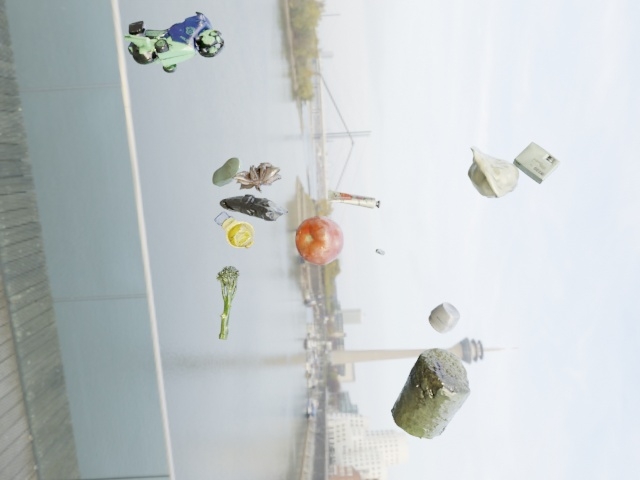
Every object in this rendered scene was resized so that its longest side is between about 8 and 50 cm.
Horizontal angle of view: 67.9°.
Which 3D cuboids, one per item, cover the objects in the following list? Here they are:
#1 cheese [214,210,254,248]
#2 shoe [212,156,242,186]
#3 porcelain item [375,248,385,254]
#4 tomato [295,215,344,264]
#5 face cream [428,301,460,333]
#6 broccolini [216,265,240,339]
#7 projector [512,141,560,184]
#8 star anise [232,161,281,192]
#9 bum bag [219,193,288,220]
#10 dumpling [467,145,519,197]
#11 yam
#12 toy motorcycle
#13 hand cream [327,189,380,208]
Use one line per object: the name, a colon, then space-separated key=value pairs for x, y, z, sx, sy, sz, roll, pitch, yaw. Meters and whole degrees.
cheese: x=-0.442 y=-0.054 z=2.480 sx=0.250 sy=0.156 sz=0.064 roll=48 pitch=3 yaw=-31
shoe: x=-0.461 y=-0.348 z=2.443 sx=0.100 sy=0.251 sz=0.103 roll=0 pitch=76 yaw=-46
porcelain item: x=0.299 y=0.056 z=2.376 sx=0.083 sy=0.036 sz=0.028 roll=22 pitch=87 yaw=-63
tomato: x=0.000 y=0.000 z=1.975 sx=0.184 sy=0.208 sz=0.208 roll=11 pitch=74 yaw=-56
face cream: x=0.521 y=0.325 z=2.002 sx=0.104 sy=0.117 sz=0.117 roll=-54 pitch=-159 yaw=29
broccolini: x=-0.275 y=0.180 z=1.359 sx=0.058 sy=0.067 sz=0.216 roll=6 pitch=98 yaw=-52
projector: x=0.902 y=-0.323 z=1.991 sx=0.147 sy=0.115 sz=0.061 roll=45 pitch=-4 yaw=19
star anise: x=-0.244 y=-0.236 z=1.779 sx=0.182 sy=0.195 sz=0.065 roll=-35 pitch=-114 yaw=48
bum bag: x=-0.268 y=-0.139 z=1.952 sx=0.144 sy=0.340 sz=0.095 roll=-10 pitch=108 yaw=-45
dumpling: x=0.714 y=-0.298 z=1.990 sx=0.243 sy=0.187 sz=0.318 roll=59 pitch=15 yaw=-8
yam: x=0.367 y=0.510 z=1.567 sx=0.195 sy=0.195 sz=0.300 roll=-92 pitch=-166 yaw=-53
toy motorcycle: x=-0.491 y=-0.687 z=1.630 sx=0.125 sy=0.330 sz=0.197 roll=81 pitch=3 yaw=-62
hand cream: x=0.146 y=-0.177 z=2.073 sx=0.080 sy=0.233 sz=0.050 roll=-88 pitch=-170 yaw=-47
